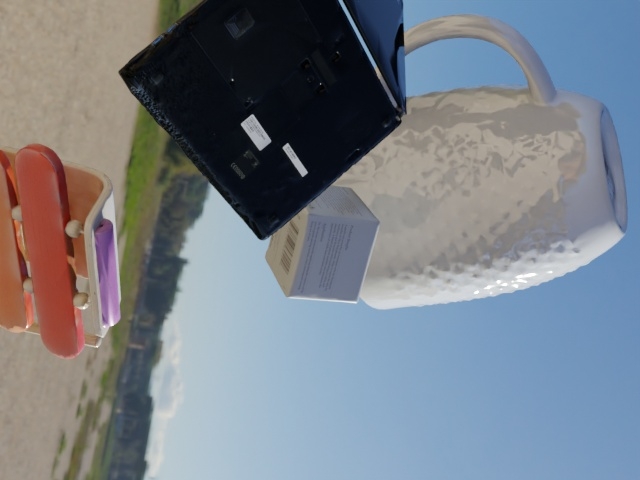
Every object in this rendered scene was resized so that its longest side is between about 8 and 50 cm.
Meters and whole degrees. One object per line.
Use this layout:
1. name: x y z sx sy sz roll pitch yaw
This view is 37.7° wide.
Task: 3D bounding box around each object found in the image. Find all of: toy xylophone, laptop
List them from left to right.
1. toy xylophone: -0.301 0.007 0.828 0.081 0.322 0.236 -55 146 -53
2. laptop: -0.029 -0.176 0.784 0.264 0.234 0.136 -41 -130 -3

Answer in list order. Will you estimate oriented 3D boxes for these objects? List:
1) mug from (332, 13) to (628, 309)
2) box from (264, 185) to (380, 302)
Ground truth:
1. mug: 0.195 -0.104 1.185 0.374 0.327 0.276 68 28 -27
2. box: 0.000 0.000 1.025 0.102 0.087 0.101 -123 -137 -59
